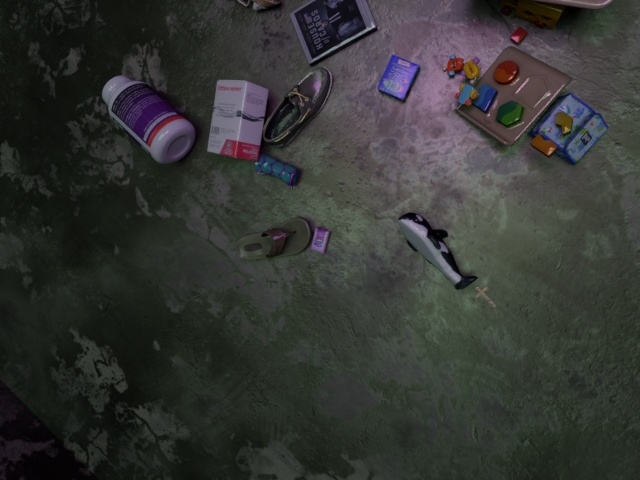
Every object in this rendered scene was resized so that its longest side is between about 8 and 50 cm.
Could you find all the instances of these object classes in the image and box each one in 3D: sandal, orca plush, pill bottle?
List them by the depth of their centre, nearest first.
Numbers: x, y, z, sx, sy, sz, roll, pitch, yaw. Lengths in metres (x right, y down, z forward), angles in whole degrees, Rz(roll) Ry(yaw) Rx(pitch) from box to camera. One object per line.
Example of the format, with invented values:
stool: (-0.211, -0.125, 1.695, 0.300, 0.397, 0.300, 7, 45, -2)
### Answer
orca plush: (0.364, 0.010, 1.262, 0.287, 0.151, 0.102, 43, 76, 11)
sandal: (-0.166, 0.010, 1.435, 0.302, 0.086, 0.120, -18, 91, 19)
pill bottle: (-0.607, -0.430, 1.473, 0.323, 0.181, 0.181, 43, 107, 9)

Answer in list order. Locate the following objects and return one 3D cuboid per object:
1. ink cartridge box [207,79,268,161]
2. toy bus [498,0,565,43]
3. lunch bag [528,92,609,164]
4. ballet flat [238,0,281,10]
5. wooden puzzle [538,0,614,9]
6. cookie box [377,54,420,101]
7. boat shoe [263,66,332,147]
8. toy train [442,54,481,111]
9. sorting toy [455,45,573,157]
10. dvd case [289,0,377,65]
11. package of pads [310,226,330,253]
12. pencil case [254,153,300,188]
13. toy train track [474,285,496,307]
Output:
ink cartridge box: (-0.275, -0.395, 1.384, 0.171, 0.100, 0.238, 20, 104, 41)
toy bus: (0.564, -0.653, 1.115, 0.202, 0.104, 0.191, -19, 90, 18)
lunch bag: (0.675, -0.298, 1.132, 0.151, 0.096, 0.129, 38, 104, -3)
ballet flat: (-0.220, -0.799, 1.377, 0.206, 0.073, 0.067, 34, 132, 14)
wooden puzzle: (0.564, -0.727, 1.041, 0.347, 0.080, 0.322, 15, 69, 17)
cookie box: (0.238, -0.491, 1.271, 0.091, 0.040, 0.107, 29, 104, 13)
boat shoe: (-0.075, -0.430, 1.351, 0.109, 0.091, 0.305, 43, 107, 8)
toy train: (0.410, -0.455, 1.201, 0.125, 0.046, 0.167, 0, 89, 59)
sorting toy: (0.545, -0.372, 1.127, 0.229, 0.041, 0.307, -49, 57, 15)
dvd case: (0.038, -0.689, 1.318, 0.238, 0.029, 0.180, -22, 89, 18)
package of pads: (0.000, 0.000, 1.410, 0.050, 0.032, 0.084, 16, 101, 12)
pencil case: (-0.146, -0.235, 1.412, 0.151, 0.064, 0.070, 23, 87, 14)
toy train track: (0.505, 0.173, 1.280, 0.083, 0.014, 0.048, 46, 107, 7)
